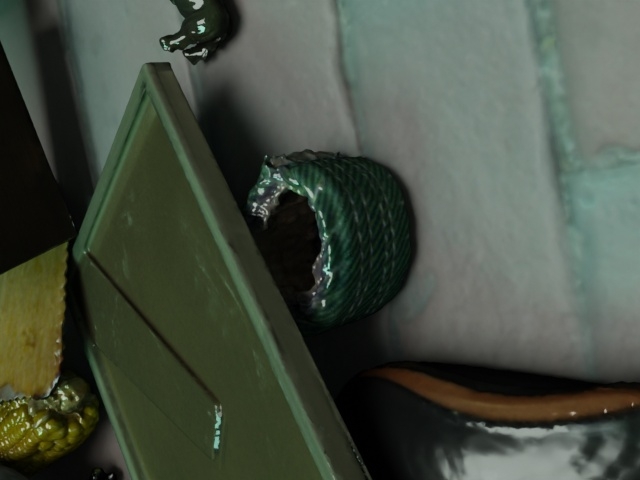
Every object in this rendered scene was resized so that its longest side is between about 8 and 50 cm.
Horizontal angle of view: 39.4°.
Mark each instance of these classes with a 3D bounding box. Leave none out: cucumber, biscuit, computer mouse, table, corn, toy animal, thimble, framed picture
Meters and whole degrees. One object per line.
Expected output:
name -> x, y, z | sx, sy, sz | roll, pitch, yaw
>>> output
cucumber -> -0.250, 0.295, 0.976 | 0.135, 0.033, 0.034 | -68, 28, 24
biscuit -> -0.338, 0.060, 0.951 | 0.232, 0.013, 0.237 | -16, 68, 38
computer mouse -> 0.128, 0.178, 0.617 | 0.323, 0.116, 0.183 | 0, 104, 36
table -> -0.430, -0.073, 0.863 | 0.282, 0.196, 0.251 | -2, 113, 40
corn -> -0.324, 0.212, 0.975 | 0.261, 0.097, 0.097 | -39, 76, 36
toy animal -> -0.118, -0.223, 0.761 | 0.065, 0.047, 0.136 | -26, 82, 32
thimble -> 0.001, 0.003, 0.689 | 0.118, 0.090, 0.135 | 26, 115, 35
framed picture -> -0.107, 0.126, 0.743 | 0.326, 0.028, 0.446 | -53, 55, 45

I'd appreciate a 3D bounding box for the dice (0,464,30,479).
dice -> -0.379, 0.401, 0.897 | 0.270, 0.271, 0.270 | -11, 117, 37
